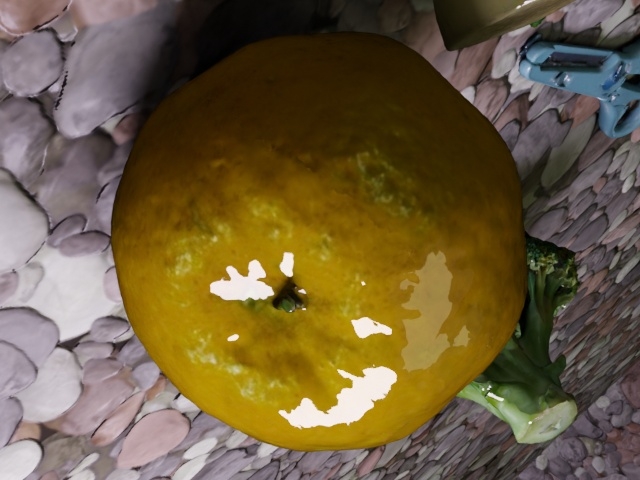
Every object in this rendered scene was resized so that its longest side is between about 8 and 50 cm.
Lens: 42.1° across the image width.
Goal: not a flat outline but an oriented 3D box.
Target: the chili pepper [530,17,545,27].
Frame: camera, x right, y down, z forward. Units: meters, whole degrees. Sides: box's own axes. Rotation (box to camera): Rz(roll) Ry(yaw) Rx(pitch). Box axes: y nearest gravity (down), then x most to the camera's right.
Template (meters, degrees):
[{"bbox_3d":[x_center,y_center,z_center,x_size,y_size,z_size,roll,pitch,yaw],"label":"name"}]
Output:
[{"bbox_3d":[0.289,-0.277,0.756,0.278,0.065,0.122,-21,153,-31],"label":"chili pepper"}]

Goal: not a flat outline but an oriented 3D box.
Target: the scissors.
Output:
[{"bbox_3d":[0.336,-0.194,0.950,0.392,0.032,0.180,-6,133,-47],"label":"scissors"}]

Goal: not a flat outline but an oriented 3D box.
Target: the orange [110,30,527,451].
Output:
[{"bbox_3d":[0.000,0.000,0.560,0.279,0.279,0.235,-58,177,24],"label":"orange"}]

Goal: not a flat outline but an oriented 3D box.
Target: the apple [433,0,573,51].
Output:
[{"bbox_3d":[0.232,-0.218,0.550,0.258,0.295,0.234,-32,135,-67],"label":"apple"}]

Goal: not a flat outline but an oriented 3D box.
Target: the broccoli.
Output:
[{"bbox_3d":[0.187,0.105,0.916,0.269,0.269,0.254,-40,134,-6],"label":"broccoli"}]
